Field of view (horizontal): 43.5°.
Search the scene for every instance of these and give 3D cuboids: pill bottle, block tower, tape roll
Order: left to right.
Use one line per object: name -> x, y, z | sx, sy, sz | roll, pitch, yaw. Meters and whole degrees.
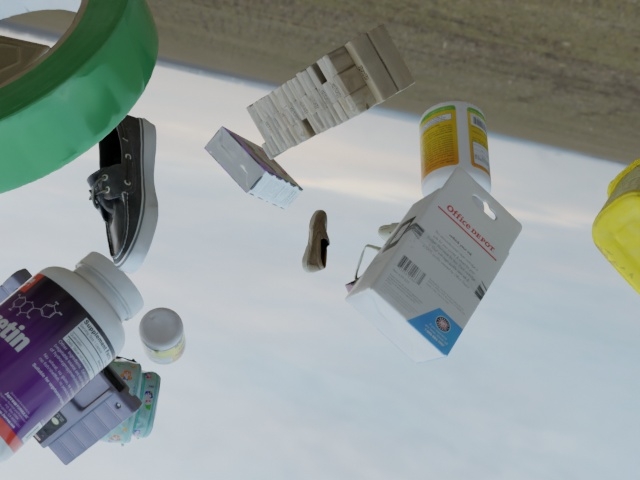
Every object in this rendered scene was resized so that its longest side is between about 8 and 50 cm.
tape roll -> -0.321, -0.182, 0.776 | 0.321, 0.321, 0.077 | 17, 148, 24
pill bottle -> -0.429, 0.165, 1.223 | 0.181, 0.182, 0.323 | 20, -126, 37
pill bottle -> -0.426, 0.267, 2.176 | 0.117, 0.117, 0.215 | 12, 156, -2
block tower -> -0.002, -0.207, 1.168 | 0.091, 0.097, 0.335 | -33, -172, -25
pill bottle -> 0.267, -0.142, 1.591 | 0.136, 0.246, 0.136 | 2, 150, 1

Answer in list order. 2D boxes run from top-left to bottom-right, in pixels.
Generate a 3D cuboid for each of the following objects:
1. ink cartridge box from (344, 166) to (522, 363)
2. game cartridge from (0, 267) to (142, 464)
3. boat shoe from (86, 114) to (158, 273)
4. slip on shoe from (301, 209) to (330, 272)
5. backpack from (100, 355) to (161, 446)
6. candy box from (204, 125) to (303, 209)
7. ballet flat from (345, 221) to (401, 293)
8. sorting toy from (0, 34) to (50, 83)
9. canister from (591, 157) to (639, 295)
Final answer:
ink cartridge box -> 0.120, 0.023, 0.826 | 0.104, 0.180, 0.060 | 42, 152, -7
game cartridge -> -0.546, 0.257, 1.581 | 0.355, 0.230, 0.068 | 50, -163, -4
boat shoe -> -0.240, -0.066, 0.952 | 0.076, 0.229, 0.080 | 20, 140, -32
slip on shoe -> 0.000, 0.000, 1.522 | 0.041, 0.135, 0.051 | -7, 140, 29
backpack -> -0.515, 0.412, 2.062 | 0.191, 0.225, 0.253 | 12, 167, -12
candy box -> -0.150, -0.163, 1.842 | 0.165, 0.070, 0.196 | 46, -169, 23
ballet flat -> 0.120, 0.024, 1.465 | 0.079, 0.221, 0.077 | 38, -162, 2
sorting toy -> -0.511, -0.242, 1.215 | 0.307, 0.041, 0.229 | 14, -135, 9
canister -> 0.311, -0.007, 0.721 | 0.126, 0.073, 0.170 | 49, -150, 7
